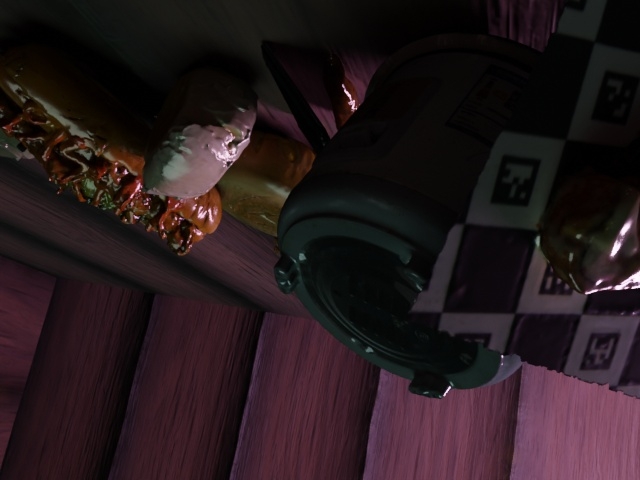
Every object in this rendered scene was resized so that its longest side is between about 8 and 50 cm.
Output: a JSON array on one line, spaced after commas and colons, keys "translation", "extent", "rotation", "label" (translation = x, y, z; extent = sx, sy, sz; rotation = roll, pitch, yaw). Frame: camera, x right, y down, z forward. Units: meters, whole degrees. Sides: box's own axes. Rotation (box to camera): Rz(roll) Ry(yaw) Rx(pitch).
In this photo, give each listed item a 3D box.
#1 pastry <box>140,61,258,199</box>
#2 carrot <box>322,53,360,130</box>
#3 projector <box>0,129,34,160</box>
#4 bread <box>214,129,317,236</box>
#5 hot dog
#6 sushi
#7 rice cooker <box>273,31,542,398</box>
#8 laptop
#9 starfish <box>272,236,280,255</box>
[{"translation": [-0.137, -0.120, 0.772], "extent": [0.088, 0.166, 0.165], "rotation": [26, 161, -23], "label": "pastry"}, {"translation": [0.026, -0.152, 0.752], "extent": [0.035, 0.036, 0.165], "rotation": [8, 163, 13], "label": "carrot"}, {"translation": [-0.479, -0.188, 0.908], "extent": [0.193, 0.088, 0.269], "rotation": [10, 166, 18], "label": "projector"}, {"translation": [-0.068, -0.081, 0.950], "extent": [0.213, 0.105, 0.213], "rotation": [21, 164, 6], "label": "bread"}, {"translation": [-0.274, -0.101, 0.862], "extent": [0.158, 0.117, 0.349], "rotation": [7, 150, 48], "label": "hot dog"}, {"translation": [0.273, -0.024, 0.478], "extent": [0.339, 0.320, 0.069], "rotation": [21, -169, -28], "label": "sushi"}, {"translation": [0.120, -0.032, 0.633], "extent": [0.316, 0.317, 0.264], "rotation": [-5, 129, 50], "label": "rice cooker"}, {"translation": [-0.010, -0.123, 0.753], "extent": [0.016, 0.129, 0.180], "rotation": [-33, 160, 0], "label": "laptop"}, {"translation": [-0.002, 0.008, 1.065], "extent": [0.150, 0.210, 0.053], "rotation": [6, 132, -10], "label": "starfish"}]
